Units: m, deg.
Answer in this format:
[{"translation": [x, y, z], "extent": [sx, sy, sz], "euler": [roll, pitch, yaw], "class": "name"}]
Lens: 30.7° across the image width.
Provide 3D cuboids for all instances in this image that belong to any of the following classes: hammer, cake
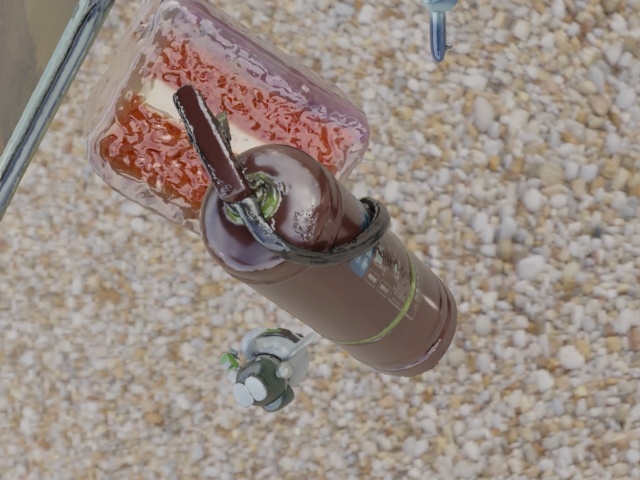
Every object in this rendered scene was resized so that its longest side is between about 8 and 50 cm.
[{"translation": [0.202, -0.389, 2.005], "extent": [0.069, 0.194, 0.116], "euler": [-5, 45, 2], "class": "hammer"}, {"translation": [-0.118, -0.144, 1.415], "extent": [0.237, 0.309, 0.230], "euler": [-56, 17, 12], "class": "cake"}]

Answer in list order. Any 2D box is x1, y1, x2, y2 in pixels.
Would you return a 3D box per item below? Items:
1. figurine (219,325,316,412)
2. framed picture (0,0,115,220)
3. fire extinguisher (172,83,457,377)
[{"translation": [-0.076, 0.195, 1.836], "extent": [0.147, 0.192, 0.126], "euler": [-39, 89, 29], "class": "figurine"}, {"translation": [-0.173, -0.131, 0.646], "extent": [0.197, 0.014, 0.252], "euler": [-53, 38, 32], "class": "framed picture"}, {"translation": [0.000, 0.000, 0.839], "extent": [0.105, 0.341, 0.141], "euler": [-36, 59, 8], "class": "fire extinguisher"}]
